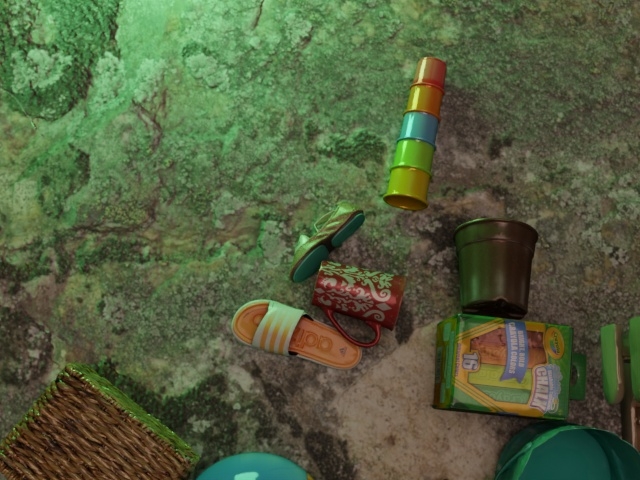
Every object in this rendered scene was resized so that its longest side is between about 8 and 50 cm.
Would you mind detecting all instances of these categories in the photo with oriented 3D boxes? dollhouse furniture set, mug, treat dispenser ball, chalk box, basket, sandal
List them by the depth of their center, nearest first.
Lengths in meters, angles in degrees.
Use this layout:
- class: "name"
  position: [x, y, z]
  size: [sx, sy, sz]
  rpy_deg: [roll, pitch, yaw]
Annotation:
- class: "treat dispenser ball"
  position: [-0.116, 0.520, 1.638]
  size: [0.288, 0.288, 0.288]
  rpy_deg: [1, 79, -5]
- class: "basket"
  position: [-0.397, 0.392, 1.680]
  size: [0.299, 0.213, 0.223]
  rpy_deg: [37, 81, 2]
- class: "dollhouse furniture set"
  position: [0.696, 0.285, 1.700]
  size: [0.362, 0.394, 0.256]
  rpy_deg: [1, 79, -5]
- class: "chalk box"
  position: [0.377, 0.250, 1.790]
  size: [0.289, 0.179, 0.180]
  rpy_deg: [6, 79, -4]
- class: "mug"
  position: [0.070, 0.116, 1.820]
  size: [0.169, 0.113, 0.150]
  rpy_deg: [15, 52, 2]
- class: "sandal"
  position: [-0.042, 0.181, 1.820]
  size: [0.265, 0.076, 0.101]
  rpy_deg: [16, 78, -1]

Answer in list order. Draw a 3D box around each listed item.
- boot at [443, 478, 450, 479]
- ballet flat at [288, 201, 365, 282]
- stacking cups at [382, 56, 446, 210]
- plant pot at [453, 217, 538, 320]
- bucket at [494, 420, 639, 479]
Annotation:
- class: "boot"
  position: [0.130, 0.537, 1.757]
  size: [0.207, 0.090, 0.248]
  rpy_deg: [14, 53, 16]
- class: "ballet flat"
  position: [0.000, 0.000, 1.875]
  size: [0.206, 0.073, 0.067]
  rpy_deg: [-42, 58, -14]
- class: "stacking cups"
  position: [0.196, -0.225, 1.915]
  size: [0.096, 0.096, 0.316]
  rpy_deg: [10, 77, -3]
- class: "plant pot"
  position: [0.341, 0.065, 1.813]
  size: [0.167, 0.167, 0.165]
  rpy_deg: [6, 65, -4]
- class: "bucket"
  position: [0.463, 0.469, 1.734]
  size: [0.281, 0.183, 0.281]
  rpy_deg: [0, 88, -6]
